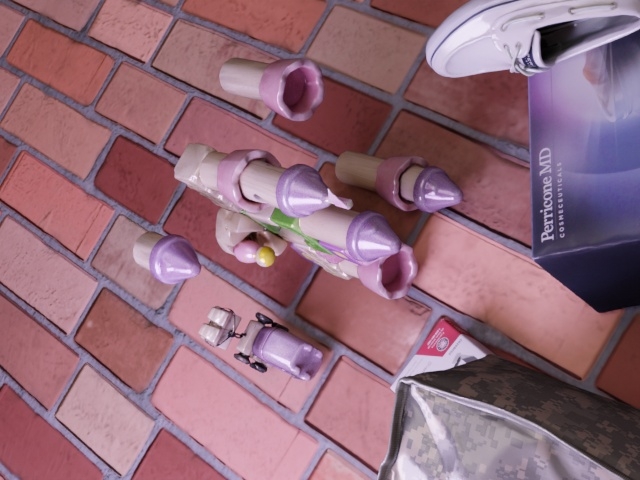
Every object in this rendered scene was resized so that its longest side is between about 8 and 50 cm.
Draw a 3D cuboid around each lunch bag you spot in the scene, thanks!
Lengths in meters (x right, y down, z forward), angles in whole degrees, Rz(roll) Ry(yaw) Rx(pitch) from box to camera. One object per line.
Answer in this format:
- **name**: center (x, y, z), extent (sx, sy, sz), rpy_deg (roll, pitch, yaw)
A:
- **lunch bag**: center (0.219, 0.218, 0.988), extent (0.287, 0.235, 0.169), rpy_deg (17, 98, 25)

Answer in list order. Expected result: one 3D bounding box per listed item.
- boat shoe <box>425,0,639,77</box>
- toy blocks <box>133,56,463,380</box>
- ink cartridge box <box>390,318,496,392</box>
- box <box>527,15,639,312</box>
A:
- **boat shoe**: center (0.200, -0.198, 1.089), extent (0.226, 0.083, 0.076), rpy_deg (-23, 55, 33)
- **toy blocks**: center (0.000, 0.000, 1.241), extent (0.260, 0.288, 0.309), rpy_deg (19, 79, 45)
- **ink cartridge box**: center (0.156, 0.162, 1.206), extent (0.135, 0.056, 0.099), rpy_deg (39, 95, 40)
- **box**: center (0.364, -0.110, 1.097), extent (0.294, 0.183, 0.296), rpy_deg (-13, 62, 33)
